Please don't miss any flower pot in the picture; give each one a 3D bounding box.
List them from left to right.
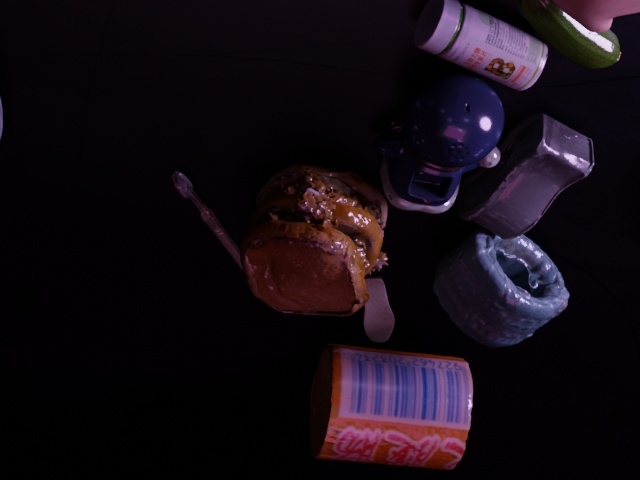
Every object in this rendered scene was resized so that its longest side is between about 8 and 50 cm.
[{"bbox_3d":[0.335,-0.103,1.643,0.108,0.103,0.229,24,129,-22],"label":"flower pot"}]

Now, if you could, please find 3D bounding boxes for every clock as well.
[{"bbox_3d":[0.194,-0.157,1.564,0.200,0.146,0.243,13,140,-8],"label":"clock"}]

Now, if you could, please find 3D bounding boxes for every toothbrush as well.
[{"bbox_3d":[-0.185,-0.023,1.764,0.026,0.028,0.294,-18,137,17],"label":"toothbrush"}]

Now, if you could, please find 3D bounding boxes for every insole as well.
[{"bbox_3d":[0.111,0.137,1.938,0.063,0.010,0.192,-7,135,5],"label":"insole"}]

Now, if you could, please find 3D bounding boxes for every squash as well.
[{"bbox_3d":[0.358,-0.321,1.455,0.219,0.068,0.077,35,141,-31],"label":"squash"}]

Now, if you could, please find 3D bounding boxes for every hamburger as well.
[{"bbox_3d":[-0.004,0.010,1.670,0.261,0.211,0.245,25,137,-16],"label":"hamburger"}]

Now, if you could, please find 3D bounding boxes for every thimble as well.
[{"bbox_3d":[0.323,0.086,1.763,0.235,0.198,0.143,29,129,-19],"label":"thimble"}]

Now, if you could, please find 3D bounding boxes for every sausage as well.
[{"bbox_3d":[0.137,0.331,1.977,0.287,0.233,0.233,6,134,-10],"label":"sausage"}]

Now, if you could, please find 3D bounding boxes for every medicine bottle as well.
[{"bbox_3d":[0.238,-0.291,1.467,0.183,0.086,0.086,18,131,-19],"label":"medicine bottle"}]

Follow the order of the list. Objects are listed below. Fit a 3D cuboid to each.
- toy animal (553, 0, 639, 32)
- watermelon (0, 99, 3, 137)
[{"bbox_3d":[0.444,-0.412,1.286,0.326,0.237,0.269,-14,144,15],"label":"toy animal"},{"bbox_3d":[-0.611,-0.210,1.502,0.175,0.188,0.322,36,150,26],"label":"watermelon"}]
